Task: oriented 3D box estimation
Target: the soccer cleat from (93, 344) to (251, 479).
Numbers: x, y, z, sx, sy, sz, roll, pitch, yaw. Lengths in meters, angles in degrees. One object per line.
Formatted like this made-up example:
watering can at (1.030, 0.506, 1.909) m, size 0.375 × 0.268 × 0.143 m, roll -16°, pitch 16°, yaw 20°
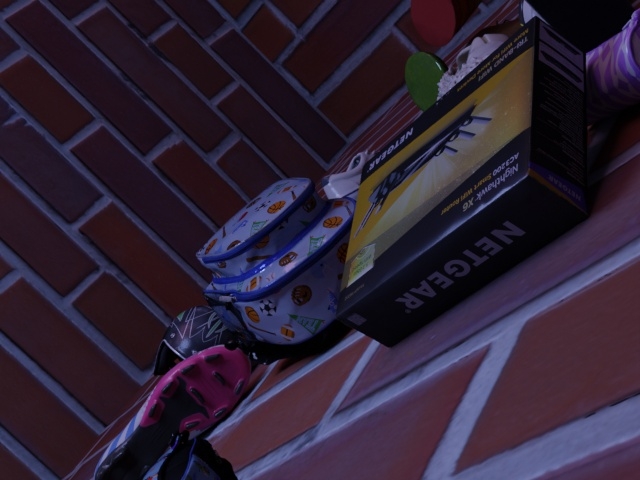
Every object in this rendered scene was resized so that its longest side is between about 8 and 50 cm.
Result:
soccer cleat at (-0.245, 0.286, 1.651) m, size 0.331 × 0.116 × 0.143 m, roll -46°, pitch 6°, yaw 2°

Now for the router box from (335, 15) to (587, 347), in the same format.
router box at (0.149, -0.057, 1.095) m, size 0.309 × 0.081 × 0.243 m, roll -40°, pitch 28°, yaw 42°

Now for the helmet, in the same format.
helmet at (-0.202, 0.193, 1.776) m, size 0.161 × 0.169 × 0.169 m, roll -62°, pitch -4°, yaw 33°

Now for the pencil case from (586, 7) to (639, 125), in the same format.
pencil case at (0.316, -0.182, 1.099) m, size 0.086 × 0.088 × 0.206 m, roll -40°, pitch 3°, yaw -18°

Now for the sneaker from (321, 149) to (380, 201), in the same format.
sneaker at (0.111, -0.141, 2.009) m, size 0.258 × 0.091 × 0.094 m, roll -31°, pitch 1°, yaw -35°

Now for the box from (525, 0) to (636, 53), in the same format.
box at (0.339, -0.387, 1.464) m, size 0.103 × 0.184 × 0.261 m, roll -44°, pitch 29°, yaw 23°

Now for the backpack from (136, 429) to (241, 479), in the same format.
backpack at (-0.150, 0.287, 1.002) m, size 0.158 × 0.117 × 0.173 m, roll -45°, pitch 5°, yaw -1°

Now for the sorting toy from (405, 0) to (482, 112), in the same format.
sorting toy at (0.248, -0.339, 1.951) m, size 0.126 × 0.127 × 0.365 m, roll -26°, pitch -42°, yaw -28°

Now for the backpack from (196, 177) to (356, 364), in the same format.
backpack at (-0.031, 0.032, 1.468) m, size 0.276 × 0.213 × 0.263 m, roll -48°, pitch 27°, yaw -19°

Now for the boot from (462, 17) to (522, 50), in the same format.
boot at (0.367, -0.394, 1.906) m, size 0.305 × 0.115 × 0.112 m, roll -48°, pitch -30°, yaw -32°

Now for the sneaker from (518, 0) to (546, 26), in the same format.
sneaker at (0.494, -0.476, 1.672) m, size 0.385 × 0.145 × 0.147 m, roll -55°, pitch 39°, yaw -1°

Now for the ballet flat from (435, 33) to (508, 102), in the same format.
ballet flat at (0.258, -0.261, 1.631) m, size 0.147 × 0.147 × 0.409 m, roll -46°, pitch 5°, yaw -5°
